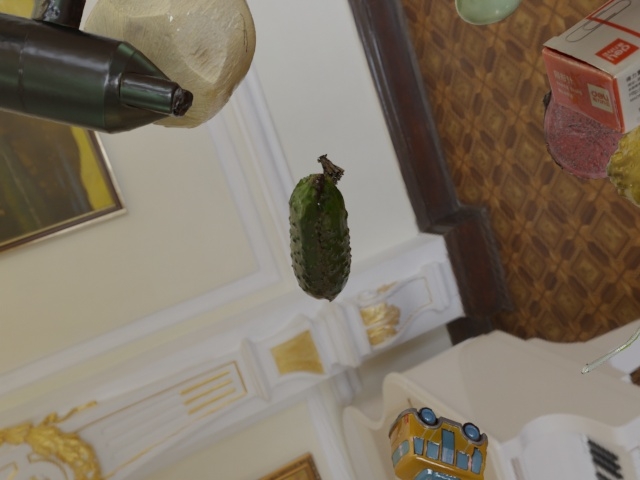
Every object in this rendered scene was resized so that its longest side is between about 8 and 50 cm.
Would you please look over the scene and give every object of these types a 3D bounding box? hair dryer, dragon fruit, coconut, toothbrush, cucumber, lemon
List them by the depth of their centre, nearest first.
[{"bbox_3d":[0.000,0.000,0.640,0.069,0.069,0.227,59,165,30],"label":"cucumber"},{"bbox_3d":[-0.262,-0.282,0.719,0.116,0.244,0.303,146,135,-82],"label":"hair dryer"},{"bbox_3d":[0.642,-0.142,1.055,0.204,0.259,0.204,-8,-90,-75],"label":"lemon"},{"bbox_3d":[-0.331,-0.420,1.304,0.346,0.360,0.347,20,140,18],"label":"coconut"},{"bbox_3d":[0.715,0.241,1.416,0.026,0.262,0.022,54,168,35],"label":"toothbrush"},{"bbox_3d":[0.772,-0.340,1.593,0.296,0.262,0.315,9,118,46],"label":"dragon fruit"}]

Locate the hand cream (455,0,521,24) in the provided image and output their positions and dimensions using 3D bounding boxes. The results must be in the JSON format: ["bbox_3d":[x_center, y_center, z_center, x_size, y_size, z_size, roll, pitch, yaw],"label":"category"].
[{"bbox_3d":[0.193,-0.425,0.755,0.147,0.093,0.306,-103,-10,-48],"label":"hand cream"}]

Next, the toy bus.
[{"bbox_3d":[0.250,0.455,1.267,0.136,0.209,0.126,-78,11,-52],"label":"toy bus"}]

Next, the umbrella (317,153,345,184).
[{"bbox_3d":[0.012,-0.099,0.833,0.020,0.031,0.083,33,-162,-28],"label":"umbrella"}]

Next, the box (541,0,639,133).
[{"bbox_3d":[0.382,-0.229,0.713,0.099,0.182,0.133,56,-178,-38],"label":"box"}]
